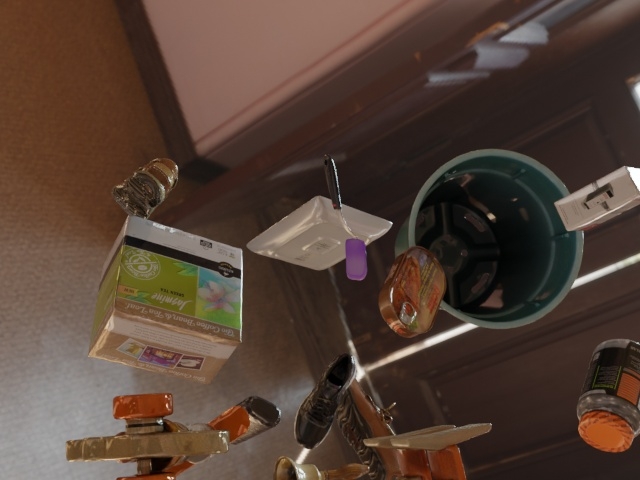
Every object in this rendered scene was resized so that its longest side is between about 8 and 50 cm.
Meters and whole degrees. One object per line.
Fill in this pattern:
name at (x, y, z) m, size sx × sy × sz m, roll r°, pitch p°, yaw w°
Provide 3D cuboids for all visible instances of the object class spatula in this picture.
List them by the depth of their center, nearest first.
spatula at (0.052, -0.052, 1.804) m, size 0.030 × 0.084 × 0.296 m, roll -25°, pitch 106°, yaw -29°

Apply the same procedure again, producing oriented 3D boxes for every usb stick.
usb stick at (-0.146, 0.347, 1.535) m, size 0.077 × 0.278 × 0.045 m, roll 36°, pitch 61°, yaw -6°

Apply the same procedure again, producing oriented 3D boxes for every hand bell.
hand bell at (0.017, 0.586, 2.000) m, size 0.242 × 0.126 × 0.126 m, roll 0°, pitch 64°, yaw -32°

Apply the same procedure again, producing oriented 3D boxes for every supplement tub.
supplement tub at (0.538, 0.282, 1.459) m, size 0.117 × 0.117 × 0.190 m, roll 51°, pitch 48°, yaw -18°

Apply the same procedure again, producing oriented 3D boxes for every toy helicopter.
toy helicopter at (-0.269, 0.313, 1.232) m, size 0.235 × 0.355 × 0.140 m, roll 6°, pitch 74°, yaw -44°

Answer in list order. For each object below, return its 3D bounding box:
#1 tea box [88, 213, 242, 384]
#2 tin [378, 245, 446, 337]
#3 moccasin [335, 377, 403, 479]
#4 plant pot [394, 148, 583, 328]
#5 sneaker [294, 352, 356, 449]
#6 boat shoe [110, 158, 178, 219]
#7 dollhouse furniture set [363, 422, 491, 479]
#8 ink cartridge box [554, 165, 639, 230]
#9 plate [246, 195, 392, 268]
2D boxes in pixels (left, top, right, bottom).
tea box at (-0.391, 0.155, 2.065) m, size 0.329 × 0.220 × 0.323 m, roll 17°, pitch 43°, yaw -23°
tin at (0.162, 0.089, 1.393) m, size 0.106 × 0.040 × 0.190 m, roll 42°, pitch 43°, yaw -10°
moccasin at (0.158, 0.551, 2.368) m, size 0.147 × 0.139 × 0.380 m, roll -1°, pitch 35°, yaw -32°
plant pot at (0.309, 0.014, 1.660) m, size 0.341 × 0.341 × 0.334 m, roll 64°, pitch -10°, yaw 3°
sneaker at (0.008, 0.434, 2.206) m, size 0.107 × 0.124 × 0.283 m, roll 24°, pitch 70°, yaw 7°
boat shoe at (-0.451, -0.137, 2.101) m, size 0.120 × 0.324 × 0.122 m, roll -47°, pitch 107°, yaw -25°
dollhouse furniture set at (0.164, 0.299, 0.734) m, size 0.135 × 0.259 × 0.262 m, roll -8°, pitch 78°, yaw -19°
ink cartridge box at (0.484, -0.070, 1.358) m, size 0.099 × 0.135 × 0.056 m, roll -1°, pitch 65°, yaw -52°
plate at (0.000, 0.000, 2.025) m, size 0.277 × 0.278 × 0.045 m, roll 17°, pitch 52°, yaw -43°
